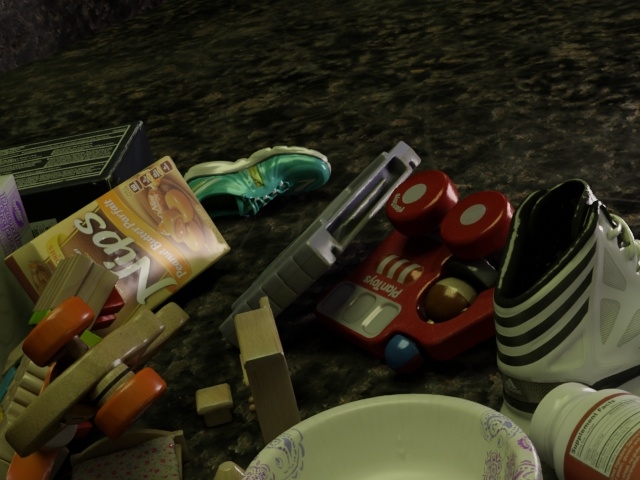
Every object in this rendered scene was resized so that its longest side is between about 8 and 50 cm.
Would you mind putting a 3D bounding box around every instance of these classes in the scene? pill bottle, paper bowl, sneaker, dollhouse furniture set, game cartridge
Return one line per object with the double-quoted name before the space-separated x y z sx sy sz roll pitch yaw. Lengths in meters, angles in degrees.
"pill bottle" 0.308 0.219 1.183 0.121 0.121 0.216 -23 25 -24
"paper bowl" 0.071 0.276 1.133 0.284 0.148 0.284 -11 23 5
"sneaker" 0.373 0.031 1.400 0.447 0.257 0.169 -27 28 -32
"sneaker" -0.113 -0.086 2.132 0.275 0.107 0.110 -14 43 8
"dollhouse furniture set" -0.205 0.208 1.388 0.356 0.173 0.303 -13 23 -3
"game cartridge" 0.000 0.000 1.750 0.230 0.068 0.355 -39 5 36

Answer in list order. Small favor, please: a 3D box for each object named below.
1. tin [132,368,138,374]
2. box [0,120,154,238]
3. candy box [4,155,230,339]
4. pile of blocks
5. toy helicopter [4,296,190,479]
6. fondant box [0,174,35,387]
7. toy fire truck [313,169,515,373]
"tin" -0.339 0.201 1.641 0.190 0.040 0.106 -17 20 -12
"box" -0.445 -0.055 2.078 0.296 0.182 0.294 -10 24 8
"candy box" -0.296 0.021 1.820 0.087 0.183 0.316 -29 8 41
"pile of blocks" -0.338 0.182 1.555 0.149 0.113 0.362 -37 29 45
"toy helicopter" -0.252 0.160 1.414 0.235 0.140 0.355 -48 -4 21
"fondant box" -0.495 0.077 1.739 0.096 0.238 0.330 -10 24 7
"toy fire truck" 0.151 0.063 1.597 0.254 0.169 0.302 -45 32 -12
